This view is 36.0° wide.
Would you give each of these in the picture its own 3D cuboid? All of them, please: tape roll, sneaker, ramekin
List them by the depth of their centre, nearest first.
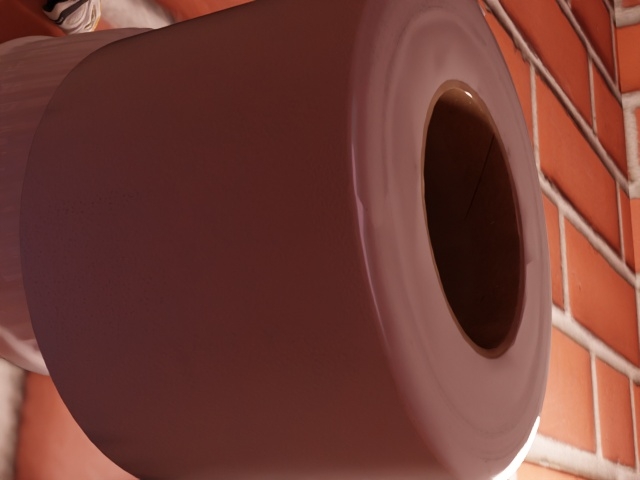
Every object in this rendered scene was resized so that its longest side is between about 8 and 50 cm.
[{"bbox_3d":[0.000,0.000,0.491,0.246,0.169,0.246,23,64,-58],"label":"tape roll"},{"bbox_3d":[-0.116,-0.026,0.577,0.207,0.109,0.207,25,61,-57],"label":"ramekin"},{"bbox_3d":[-0.156,-0.172,0.626,0.037,0.032,0.083,31,55,-55],"label":"sneaker"}]
